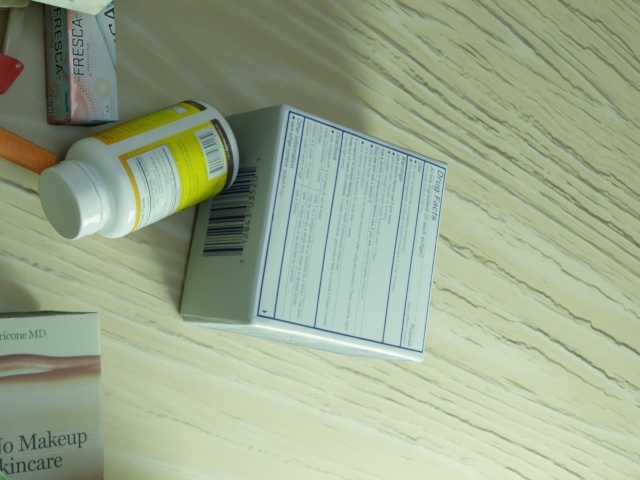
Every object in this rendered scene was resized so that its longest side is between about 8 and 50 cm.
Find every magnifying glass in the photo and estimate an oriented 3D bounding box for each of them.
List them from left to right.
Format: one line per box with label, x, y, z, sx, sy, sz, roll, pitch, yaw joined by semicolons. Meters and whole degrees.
magnifying glass;-0.384;-0.127;1.257;0.231;0.026;0.092;27;71;-34

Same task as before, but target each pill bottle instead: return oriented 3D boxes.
pill bottle;-0.205;-0.076;1.342;0.215;0.117;0.117;-26;105;-38

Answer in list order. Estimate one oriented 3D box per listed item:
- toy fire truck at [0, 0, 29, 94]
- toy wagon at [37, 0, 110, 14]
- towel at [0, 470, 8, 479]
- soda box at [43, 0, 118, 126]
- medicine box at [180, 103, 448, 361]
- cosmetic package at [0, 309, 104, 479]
toy fire truck;-0.360;-0.264;1.265;0.135;0.047;0.192;32;68;-35
toy wagon;-0.297;-0.408;1.275;0.267;0.068;0.344;7;62;-42
towel;-0.382;0.372;1.113;0.325;0.038;0.247;-28;110;2
soda box;-0.269;-0.220;1.333;0.063;0.058;0.183;-2;90;-40
medicine box;0.000;0.000;1.490;0.289;0.149;0.263;16;78;-39
cosmetic package;-0.315;0.221;1.230;0.153;0.129;0.296;-3;89;-39
